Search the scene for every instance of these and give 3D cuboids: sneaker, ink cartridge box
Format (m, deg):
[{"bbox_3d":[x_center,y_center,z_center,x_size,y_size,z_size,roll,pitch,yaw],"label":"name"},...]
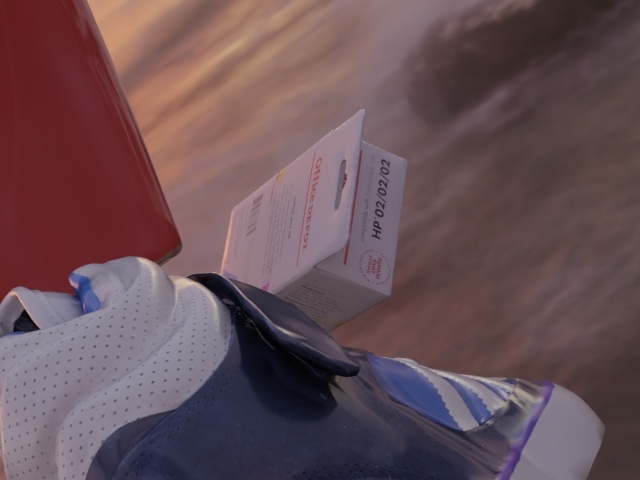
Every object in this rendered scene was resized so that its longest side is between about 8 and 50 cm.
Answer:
[{"bbox_3d":[-0.015,0.073,0.616,0.130,0.236,0.323,-59,-8,9],"label":"sneaker"},{"bbox_3d":[0.000,0.000,0.969,0.181,0.061,0.104,-34,41,53],"label":"ink cartridge box"}]

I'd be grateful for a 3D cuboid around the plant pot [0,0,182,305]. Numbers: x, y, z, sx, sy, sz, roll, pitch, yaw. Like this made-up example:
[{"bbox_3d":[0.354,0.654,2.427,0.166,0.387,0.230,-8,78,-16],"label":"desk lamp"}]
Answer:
[{"bbox_3d":[-0.230,-0.045,0.920,0.275,0.243,0.275,-32,2,2],"label":"plant pot"}]
